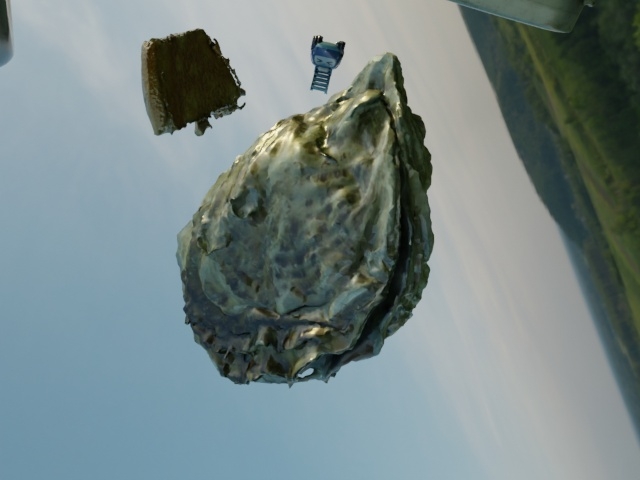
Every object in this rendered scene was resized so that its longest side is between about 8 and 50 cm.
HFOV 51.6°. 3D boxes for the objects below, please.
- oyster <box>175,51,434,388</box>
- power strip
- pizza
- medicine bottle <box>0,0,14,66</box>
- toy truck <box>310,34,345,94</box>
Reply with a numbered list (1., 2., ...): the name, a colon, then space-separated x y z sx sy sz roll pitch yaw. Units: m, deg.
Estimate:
1. oyster: 0.000 0.000 0.528 0.198 0.267 0.112 56 -161 10
2. power strip: 0.160 -0.290 0.740 0.080 0.285 0.048 -64 -10 -60
3. pizza: -0.228 -0.289 1.214 0.297 0.071 0.189 -35 -62 -59
4. medicine bottle: -0.551 -0.332 0.807 0.245 0.306 0.245 174 90 -69
5. toy truck: 0.006 -0.289 1.093 0.073 0.056 0.090 -84 6 -77
